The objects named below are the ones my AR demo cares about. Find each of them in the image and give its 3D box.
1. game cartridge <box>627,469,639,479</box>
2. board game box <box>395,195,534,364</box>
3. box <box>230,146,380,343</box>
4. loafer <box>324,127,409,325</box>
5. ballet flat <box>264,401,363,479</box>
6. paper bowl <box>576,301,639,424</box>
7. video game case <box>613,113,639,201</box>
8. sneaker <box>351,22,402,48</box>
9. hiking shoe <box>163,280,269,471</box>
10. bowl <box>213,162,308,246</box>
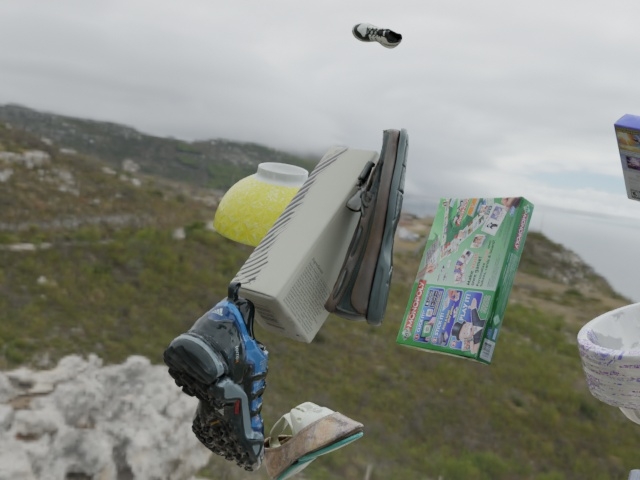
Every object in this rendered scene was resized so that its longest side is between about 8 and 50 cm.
[{"bbox_3d":[0.660,0.600,1.575,0.060,0.294,0.196,-1,42,42],"label":"game cartridge"},{"bbox_3d":[0.277,0.068,1.534,0.046,0.318,0.213,26,-13,-34],"label":"board game box"},{"bbox_3d":[0.000,0.000,1.127,0.094,0.275,0.113,11,-35,39],"label":"box"},{"bbox_3d":[0.063,-0.024,1.057,0.084,0.268,0.096,8,-6,8],"label":"loafer"},{"bbox_3d":[-0.033,0.368,1.490,0.107,0.106,0.316,-12,-21,-39],"label":"ballet flat"},{"bbox_3d":[0.563,0.194,1.250,0.284,0.148,0.284,-16,7,2],"label":"paper bowl"},{"bbox_3d":[0.892,-0.187,2.012,0.061,0.244,0.269,-38,34,-19],"label":"video game case"},{"bbox_3d":[0.091,-0.328,1.251,0.083,0.032,0.037,8,-3,-22],"label":"sneaker"},{"bbox_3d":[-0.107,0.201,1.067,0.113,0.304,0.132,23,53,24],"label":"hiking shoe"},{"bbox_3d":[-0.095,-0.090,1.819,0.289,0.156,0.289,9,16,-3],"label":"bowl"}]
